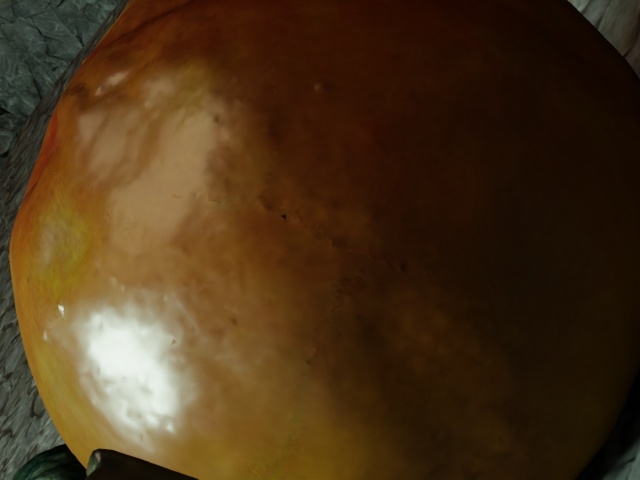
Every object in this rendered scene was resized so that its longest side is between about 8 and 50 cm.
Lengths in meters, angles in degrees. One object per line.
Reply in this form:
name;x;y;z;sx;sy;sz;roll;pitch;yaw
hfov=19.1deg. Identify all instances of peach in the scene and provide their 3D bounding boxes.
peach;0.000;0.000;0.961;0.343;0.301;0.343;-51;17;22

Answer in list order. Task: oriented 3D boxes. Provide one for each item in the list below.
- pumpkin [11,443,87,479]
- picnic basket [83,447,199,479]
pumpkin;-0.196;0.247;1.382;0.211;0.152;0.212;-160;90;-85
picnic basket;0.028;0.263;0.546;0.293;0.337;0.337;-53;15;-5
